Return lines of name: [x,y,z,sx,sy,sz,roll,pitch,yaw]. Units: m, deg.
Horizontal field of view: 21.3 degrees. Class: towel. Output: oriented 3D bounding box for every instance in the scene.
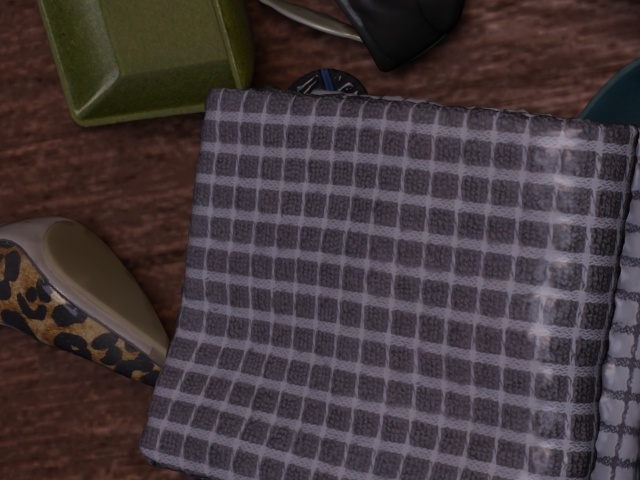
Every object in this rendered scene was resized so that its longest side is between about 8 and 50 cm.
towel: [0.037,0.038,0.913,0.284,0.121,0.235,8,94,36]

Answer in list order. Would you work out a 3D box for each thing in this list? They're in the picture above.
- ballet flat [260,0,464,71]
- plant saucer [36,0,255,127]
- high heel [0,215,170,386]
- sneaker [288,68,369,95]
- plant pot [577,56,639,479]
ballet flat: [-0.036,-0.206,1.074,0.280,0.095,0.096,40,114,11]
plant saucer: [-0.114,-0.172,1.067,0.188,0.045,0.188,-2,108,49]
high heel: [-0.225,0.062,1.137,0.261,0.093,0.186,38,111,8]
sneaker: [0.000,0.000,1.068,0.080,0.081,0.211,17,95,14]
plant pot: [0.258,0.051,0.929,0.195,0.290,0.290,8,93,-22]
